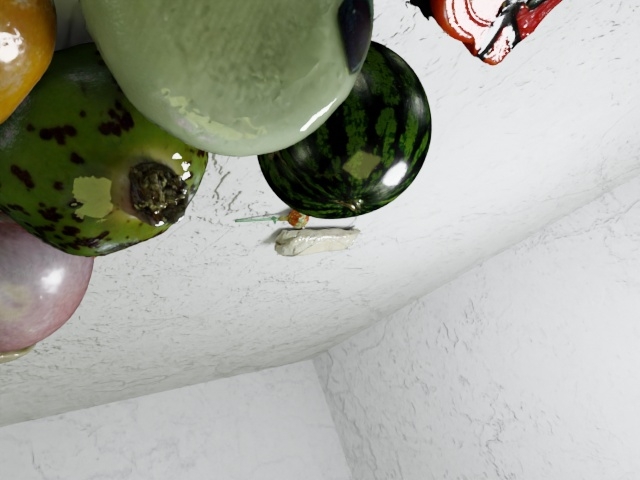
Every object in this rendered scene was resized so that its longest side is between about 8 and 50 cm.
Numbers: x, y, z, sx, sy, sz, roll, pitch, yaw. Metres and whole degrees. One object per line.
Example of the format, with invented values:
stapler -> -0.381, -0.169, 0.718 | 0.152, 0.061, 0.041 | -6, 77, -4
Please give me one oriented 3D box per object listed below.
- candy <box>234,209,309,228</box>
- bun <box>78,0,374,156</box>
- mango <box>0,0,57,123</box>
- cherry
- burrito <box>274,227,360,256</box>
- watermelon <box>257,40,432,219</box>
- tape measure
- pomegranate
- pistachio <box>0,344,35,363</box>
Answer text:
candy -> -0.112, -0.051, 1.031 | 0.184, 0.049, 0.056 | -5, 123, -23
bun -> -0.090, -0.230, 0.431 | 0.283, 0.179, 0.284 | -10, 114, -24
mango -> -0.391, -0.148, 0.316 | 0.383, 0.199, 0.222 | -27, 124, -6
cherry -> -0.474, 0.066, 0.679 | 0.205, 0.240, 0.239 | -3, 161, 13
burrito -> 0.000, 0.000, 1.207 | 0.275, 0.059, 0.082 | -4, 137, -37
watermelon -> 0.032, -0.156, 0.636 | 0.268, 0.269, 0.269 | -18, 157, -8
tape measure -> 0.230, -0.357, 0.534 | 0.260, 0.114, 0.253 | 0, 149, -41
pomegranate -> -0.250, -0.099, 0.511 | 0.254, 0.270, 0.254 | -36, 141, -37
pistachio -> -0.668, 0.143, 0.739 | 0.331, 0.226, 0.208 | 23, 91, -48
